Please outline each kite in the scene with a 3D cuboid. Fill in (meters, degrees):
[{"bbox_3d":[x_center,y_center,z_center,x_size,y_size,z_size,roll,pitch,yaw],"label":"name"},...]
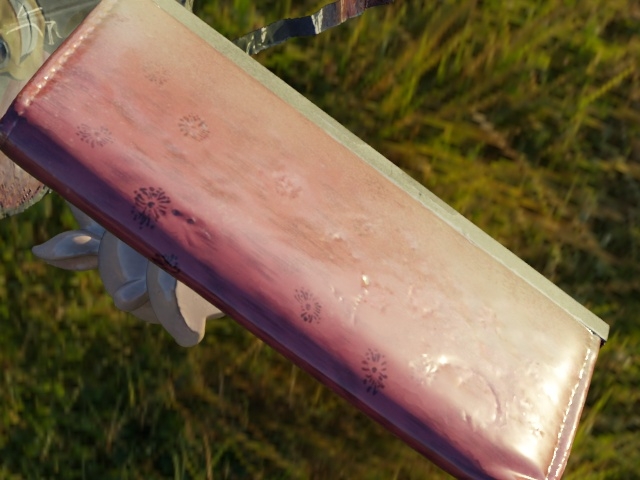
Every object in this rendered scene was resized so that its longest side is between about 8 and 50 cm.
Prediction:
[{"bbox_3d":[-0.086,-0.151,1.096,0.360,0.204,0.022,-21,21,-36],"label":"kite"}]

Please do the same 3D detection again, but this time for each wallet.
[{"bbox_3d":[0.000,0.000,0.674,0.232,0.025,0.119,36,36,-5],"label":"wallet"}]

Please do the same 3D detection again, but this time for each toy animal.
[{"bbox_3d":[-0.138,0.014,1.571,0.124,0.124,0.212,-41,33,-24],"label":"toy animal"}]
